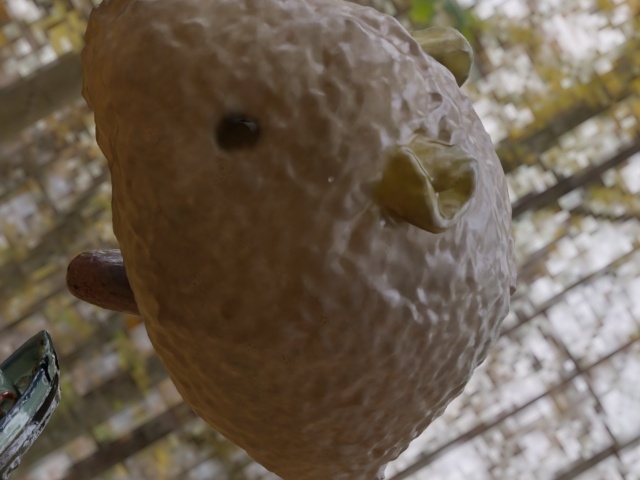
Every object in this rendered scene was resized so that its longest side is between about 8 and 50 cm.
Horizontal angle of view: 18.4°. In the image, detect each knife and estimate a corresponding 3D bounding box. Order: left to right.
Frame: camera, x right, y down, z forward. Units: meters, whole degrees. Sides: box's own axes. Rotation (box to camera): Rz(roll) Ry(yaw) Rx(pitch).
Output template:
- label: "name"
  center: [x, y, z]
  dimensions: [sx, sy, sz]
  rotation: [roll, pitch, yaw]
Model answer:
- label: "knife"
  center: [-0.030, 0.034, 1.307]
  dimensions: [0.053, 0.278, 0.123]
  rotation: [-6, -104, 61]

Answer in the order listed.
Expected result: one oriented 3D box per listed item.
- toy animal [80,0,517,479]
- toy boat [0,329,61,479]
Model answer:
- label: "toy animal"
  center: [0.002, 0.006, 1.162]
  dimensions: [0.188, 0.226, 0.358]
  rotation: [-94, 170, -58]
- label: "toy boat"
  center: [-0.193, 0.097, 1.098]
  dimensions: [0.059, 0.140, 0.066]
  rotation: [-7, -57, 46]
